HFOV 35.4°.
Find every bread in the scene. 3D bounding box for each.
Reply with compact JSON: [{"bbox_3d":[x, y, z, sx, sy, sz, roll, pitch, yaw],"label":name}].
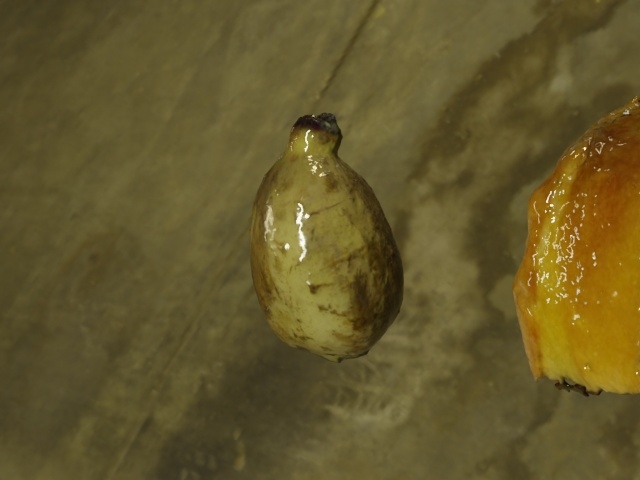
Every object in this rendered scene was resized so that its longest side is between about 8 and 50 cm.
[{"bbox_3d":[0.228,-0.021,0.696,0.260,0.134,0.129,-46,22,-15],"label":"bread"}]

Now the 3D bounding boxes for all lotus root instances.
[{"bbox_3d":[0.000,0.000,0.842,0.138,0.214,0.138,-10,12,2],"label":"lotus root"}]
